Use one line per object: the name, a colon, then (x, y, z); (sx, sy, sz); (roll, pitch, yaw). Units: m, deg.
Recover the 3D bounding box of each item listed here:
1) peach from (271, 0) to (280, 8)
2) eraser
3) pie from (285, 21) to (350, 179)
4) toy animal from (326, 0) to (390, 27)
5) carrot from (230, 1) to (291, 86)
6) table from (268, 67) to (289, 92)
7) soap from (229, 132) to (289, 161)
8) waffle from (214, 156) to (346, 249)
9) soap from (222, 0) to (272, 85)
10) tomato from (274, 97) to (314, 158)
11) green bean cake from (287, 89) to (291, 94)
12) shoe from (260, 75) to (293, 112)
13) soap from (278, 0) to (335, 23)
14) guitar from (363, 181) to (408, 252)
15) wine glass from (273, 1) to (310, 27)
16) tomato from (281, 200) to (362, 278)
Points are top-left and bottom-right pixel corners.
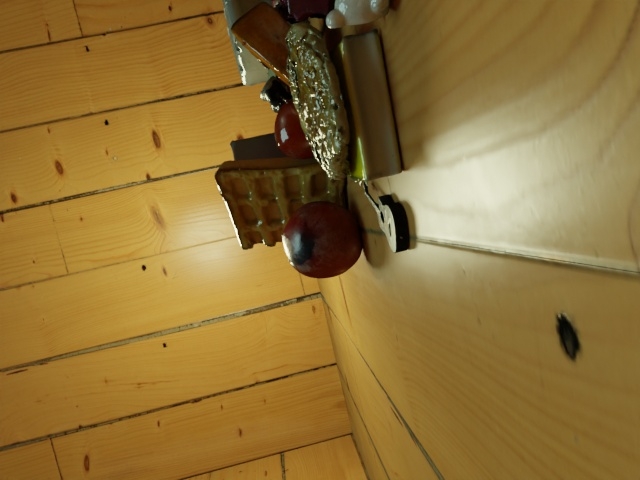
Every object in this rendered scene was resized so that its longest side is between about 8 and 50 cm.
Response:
peach: (-0.098, -0.673, 1.379); (0.083, 0.083, 0.082); (167, 90, -85)
eraser: (0.068, -0.210, 0.802); (0.158, 0.069, 0.225); (-134, 32, -76)
pie: (-0.003, -0.232, 0.830); (0.274, 0.055, 0.273); (163, 90, -83)
toy animal: (0.051, -0.373, 0.596); (0.127, 0.131, 0.181); (24, 144, 42)
carrot: (-0.063, -0.383, 1.056); (0.307, 0.100, 0.258); (51, -168, 19)
table: (-0.075, -0.474, 1.428); (0.111, 0.122, 0.240); (57, 176, -4)
soap: (-0.117, -0.208, 1.549); (0.107, 0.297, 0.285); (101, 157, -78)
waffle: (-0.094, -0.109, 1.364); (0.077, 0.349, 0.304); (-88, -8, -46)
soap: (-0.266, -0.858, 1.948); (0.350, 0.213, 0.434); (91, 165, -60)
tomato: (-0.040, -0.277, 1.210); (0.167, 0.168, 0.167); (167, 90, -85)
green bean cake: (-0.159, -0.632, 2.217); (0.135, 0.057, 0.135); (83, 172, -57)
shoe: (-0.100, -0.387, 1.348); (0.099, 0.071, 0.169); (35, 180, 17)
soap: (-0.046, -0.545, 1.010); (0.250, 0.099, 0.162); (-115, 13, -65)
guitar: (0.115, -0.061, 0.907); (0.233, 0.025, 0.088); (-110, 9, -60)
wine glass: (-0.087, -0.584, 1.368); (0.222, 0.103, 0.103); (-173, 70, -85)
tomato: (0.000, 0.000, 1.267); (0.208, 0.185, 0.207); (30, 129, 46)
